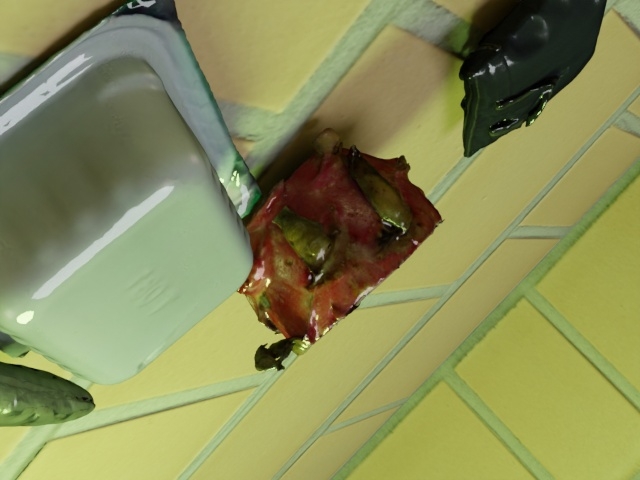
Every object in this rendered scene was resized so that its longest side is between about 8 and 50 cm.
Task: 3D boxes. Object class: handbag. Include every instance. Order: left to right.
[{"bbox_3d":[0.231,-0.199,1.101,0.211,0.089,0.254,-43,165,-6],"label":"handbag"}]

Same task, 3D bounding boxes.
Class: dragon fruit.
[{"bbox_3d":[0.000,0.000,0.986,0.282,0.147,0.211,-38,176,-35],"label":"dragon fruit"}]

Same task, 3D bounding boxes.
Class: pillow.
[{"bbox_3d":[-0.277,0.116,0.776,0.093,0.051,0.241,-15,160,21],"label":"pillow"}]

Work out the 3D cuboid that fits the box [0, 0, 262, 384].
[{"bbox_3d":[-0.150,0.004,0.744,0.264,0.106,0.337,-41,162,-8],"label":"box"}]
